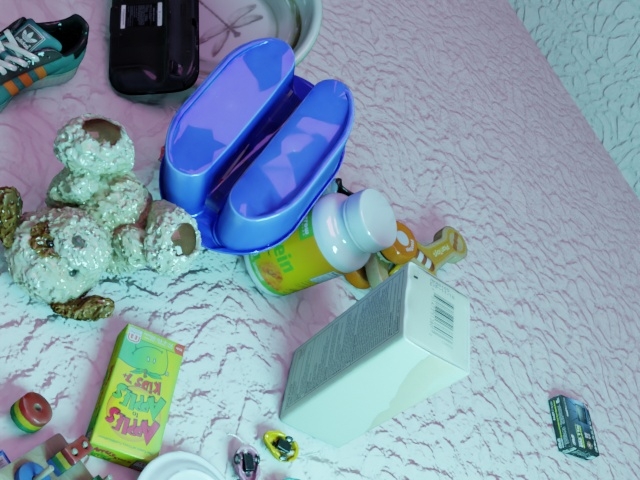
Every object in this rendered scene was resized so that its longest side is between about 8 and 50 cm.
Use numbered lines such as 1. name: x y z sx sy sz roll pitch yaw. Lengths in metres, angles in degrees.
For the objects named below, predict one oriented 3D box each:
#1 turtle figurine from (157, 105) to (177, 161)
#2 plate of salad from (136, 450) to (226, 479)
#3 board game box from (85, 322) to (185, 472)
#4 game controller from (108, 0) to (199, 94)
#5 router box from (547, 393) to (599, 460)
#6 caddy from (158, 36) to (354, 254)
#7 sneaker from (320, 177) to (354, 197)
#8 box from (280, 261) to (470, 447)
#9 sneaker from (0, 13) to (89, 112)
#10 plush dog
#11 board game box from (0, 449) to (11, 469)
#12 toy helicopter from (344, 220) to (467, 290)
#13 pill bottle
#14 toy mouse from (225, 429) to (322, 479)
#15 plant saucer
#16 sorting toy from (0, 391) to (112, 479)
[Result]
1. turtle figurine: -0.196 -0.124 1.219 0.234 0.118 0.175 46 0 -4
2. plate of salad: -0.172 0.371 0.884 0.200 0.048 0.200 42 31 -32
3. board game box: -0.254 0.214 0.952 0.092 0.043 0.181 27 44 -22
4. game controller: -0.314 -0.416 1.307 0.067 0.166 0.319 66 18 -66
5. router box: 0.549 0.405 1.500 0.092 0.038 0.123 22 47 -26
6. caddy: -0.098 -0.140 1.077 0.241 0.179 0.341 36 70 0
7. sneaker: 0.051 -0.059 1.389 0.162 0.073 0.063 54 38 -27
8. box: 0.077 0.184 1.056 0.121 0.311 0.148 31 44 -19
9. sneaker: -0.486 -0.287 1.084 0.108 0.121 0.302 45 41 -3
10. plush dog: -0.338 -0.013 0.977 0.225 0.210 0.262 -45 110 -32
11. board game box: -0.390 0.348 0.725 0.160 0.047 0.210 53 40 6
12. toy helicopter: 0.221 0.060 1.417 0.355 0.140 0.235 -25 79 -51
13. pill bottle: 0.000 0.000 1.165 0.136 0.245 0.136 29 50 -42
14. toy mouse: -0.081 0.345 1.007 0.161 0.031 0.143 31 43 -18
15. plant saucer: -0.198 -0.453 1.410 0.400 0.100 0.401 2 68 -5
16. sorting toy: -0.287 0.300 0.806 0.275 0.046 0.132 53 10 3
